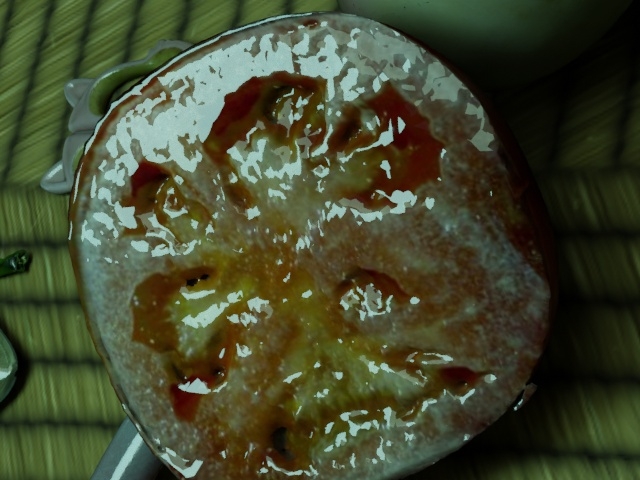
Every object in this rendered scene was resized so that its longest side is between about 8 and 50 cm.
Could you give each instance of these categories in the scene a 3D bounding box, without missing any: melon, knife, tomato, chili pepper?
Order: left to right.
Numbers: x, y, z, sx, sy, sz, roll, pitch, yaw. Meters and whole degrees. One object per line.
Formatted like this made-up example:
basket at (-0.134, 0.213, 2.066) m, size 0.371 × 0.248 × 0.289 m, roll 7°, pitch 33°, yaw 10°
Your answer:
chili pepper at (-0.271, 0.018, 1.589) m, size 0.083 × 0.022 × 0.027 m, roll 6°, pitch 106°, yaw 35°
knife at (-0.132, 0.151, 1.417) m, size 0.123 × 0.053 × 0.278 m, roll 28°, pitch 84°, yaw 44°
tomato at (0.006, 0.003, 1.301) m, size 0.338 × 0.144 × 0.338 m, roll 3°, pitch 100°, yaw 18°
melon at (0.120, -0.228, 1.278) m, size 0.317 × 0.223 × 0.223 m, roll 120°, pitch 148°, yaw -56°

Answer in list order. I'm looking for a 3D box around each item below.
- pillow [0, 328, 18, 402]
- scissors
pillow at (-0.331, 0.139, 1.562) m, size 0.217 × 0.033 × 0.130 m, roll -49°, pitch 48°, yaw 6°
scissors at (-0.082, -0.089, 1.510) m, size 0.318 × 0.024 × 0.160 m, roll -2°, pitch 66°, yaw 33°
